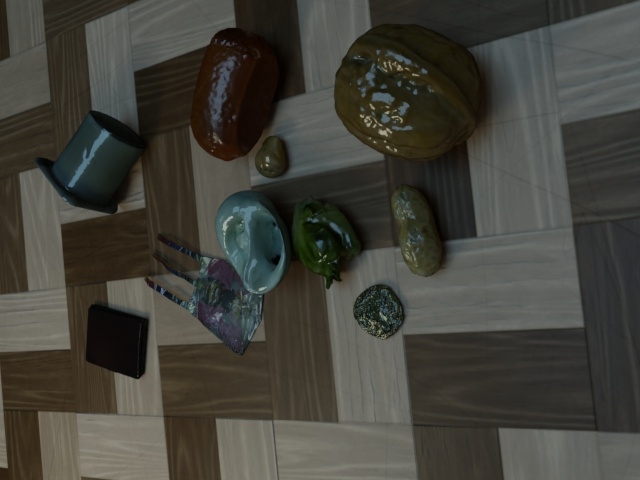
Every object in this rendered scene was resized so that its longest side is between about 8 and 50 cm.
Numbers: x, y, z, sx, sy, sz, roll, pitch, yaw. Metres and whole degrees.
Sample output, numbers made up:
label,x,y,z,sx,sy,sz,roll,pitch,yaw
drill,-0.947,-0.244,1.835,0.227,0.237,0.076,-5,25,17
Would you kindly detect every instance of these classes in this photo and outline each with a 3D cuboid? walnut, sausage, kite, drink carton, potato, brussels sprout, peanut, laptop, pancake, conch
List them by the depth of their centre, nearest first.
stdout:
label,x,y,z,sx,sy,sz,roll,pitch,yaw
walnut,0.152,-0.251,1.233,0.257,0.257,0.224,26,73,31
peanut,0.170,-0.020,1.305,0.080,0.080,0.175,-21,80,33
pancake,0.110,0.138,1.386,0.108,0.017,0.108,4,96,35
brussels sprout,-0.003,0.000,1.421,0.181,0.100,0.139,53,138,10
conch,-0.124,-0.001,1.472,0.221,0.121,0.185,62,149,18
sausage,-0.181,-0.298,1.496,0.141,0.153,0.268,23,104,32
potato,-0.102,-0.173,1.507,0.068,0.062,0.083,8,73,19
kite,-0.271,0.108,1.646,0.360,0.022,0.204,22,102,31
drink carton,-0.531,-0.195,1.733,0.185,0.191,0.190,41,103,30
laptop,-0.509,0.250,1.810,0.207,0.026,0.154,9,98,35
